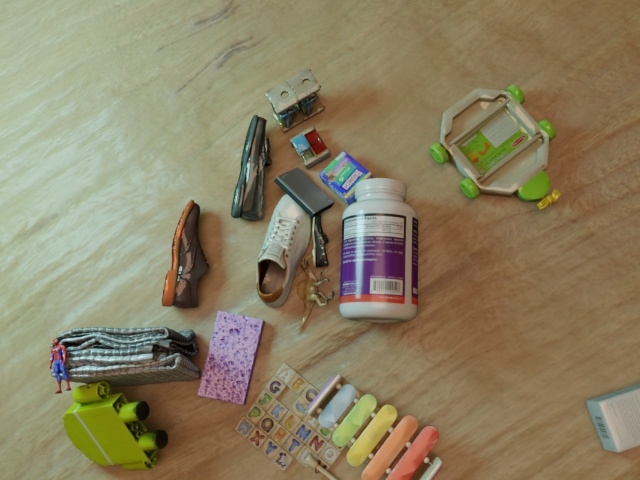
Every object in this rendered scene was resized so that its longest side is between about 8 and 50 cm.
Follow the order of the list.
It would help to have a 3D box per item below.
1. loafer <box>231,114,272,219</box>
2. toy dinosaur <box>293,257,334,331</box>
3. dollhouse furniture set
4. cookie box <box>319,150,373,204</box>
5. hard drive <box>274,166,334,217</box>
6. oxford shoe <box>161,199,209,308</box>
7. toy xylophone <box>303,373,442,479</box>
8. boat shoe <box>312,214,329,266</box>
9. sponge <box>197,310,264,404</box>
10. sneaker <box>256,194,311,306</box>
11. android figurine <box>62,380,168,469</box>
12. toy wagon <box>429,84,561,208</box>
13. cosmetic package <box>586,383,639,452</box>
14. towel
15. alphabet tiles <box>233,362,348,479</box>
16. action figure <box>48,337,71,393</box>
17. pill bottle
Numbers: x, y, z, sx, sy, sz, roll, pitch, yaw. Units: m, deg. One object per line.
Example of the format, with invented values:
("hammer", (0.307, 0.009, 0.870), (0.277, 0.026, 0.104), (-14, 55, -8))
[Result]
("loafer", (-0.163, -0.181, 1.581), (0.084, 0.096, 0.268), (13, 86, -13))
("toy dinosaur", (-0.018, 0.135, 1.523), (0.092, 0.053, 0.183), (4, 90, 23))
("dollhouse furniture set", (-0.031, -0.304, 1.565), (0.129, 0.129, 0.184), (-31, 77, -3))
("cookie box", (0.065, -0.158, 1.559), (0.092, 0.040, 0.107), (-45, 62, -5))
("hard drive", (-0.040, -0.122, 1.554), (0.135, 0.094, 0.022), (44, 128, 11))
("oxford shoe", (-0.324, 0.035, 1.548), (0.098, 0.097, 0.271), (11, 83, -14))
("toy xylophone", (0.105, 0.470, 1.413), (0.322, 0.081, 0.236), (31, 80, 7))
("boat shoe", (0.000, 0.000, 1.541), (0.042, 0.049, 0.133), (-4, 85, 7))
("sponge", (-0.216, 0.284, 1.507), (0.117, 0.031, 0.210), (11, 79, 7))
("sneaker", (-0.089, 0.014, 1.508), (0.105, 0.123, 0.290), (9, 78, 8))
("android figurine", (-0.478, 0.433, 1.421), (0.272, 0.056, 0.248), (-17, 111, 30))
("toy wagon", (0.452, -0.214, 1.544), (0.267, 0.068, 0.344), (-37, 79, -4))
("cosmetic package", (0.736, 0.381, 1.392), (0.231, 0.085, 0.117), (-16, 78, -1))
("towel", (-0.433, 0.260, 1.427), (0.283, 0.235, 0.121), (-6, 72, 3))
("alphabet tiles", (-0.056, 0.443, 1.474), (0.237, 0.009, 0.198), (37, 83, 11))
("action figure", (-0.549, 0.260, 1.305), (0.038, 0.030, 0.115), (-18, 72, 10))
("pill bottle", (0.138, 0.027, 1.458), (0.181, 0.181, 0.323), (1, 78, 4))
